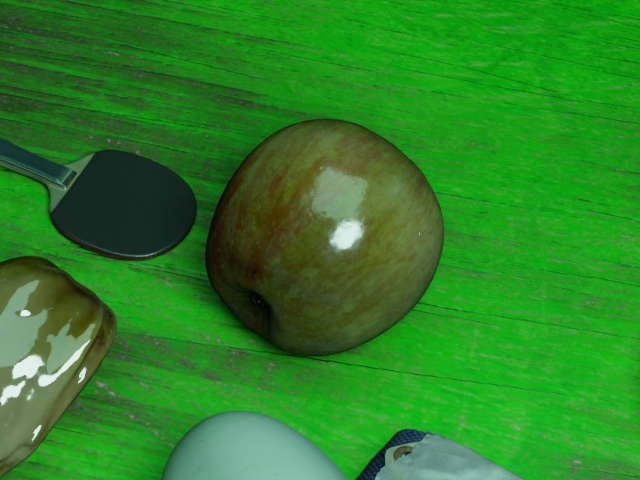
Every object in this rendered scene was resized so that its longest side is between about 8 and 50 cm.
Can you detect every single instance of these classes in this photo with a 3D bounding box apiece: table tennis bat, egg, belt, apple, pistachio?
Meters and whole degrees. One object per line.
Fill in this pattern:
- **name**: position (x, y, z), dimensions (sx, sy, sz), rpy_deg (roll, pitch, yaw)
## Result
- **table tennis bat**: position (-0.281, -0.061, 2.273), dimensions (0.274, 0.021, 0.154), rpy_deg (23, 54, 13)
- **egg**: position (-0.048, 0.323, 1.844), dimensions (0.230, 0.230, 0.371), rpy_deg (-16, 50, -14)
- **belt**: position (0.139, 0.298, 1.924), dimensions (0.230, 0.139, 0.126), rpy_deg (31, 56, 18)
- **apple**: position (0.000, 0.000, 2.086), dimensions (0.257, 0.257, 0.234), rpy_deg (35, 62, 23)
- **pistachio**: position (-0.350, 0.135, 2.037), dimensions (0.213, 0.163, 0.260), rpy_deg (20, 65, 39)
